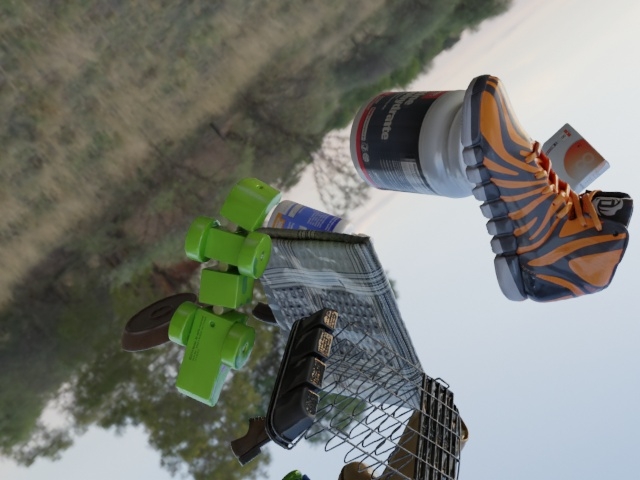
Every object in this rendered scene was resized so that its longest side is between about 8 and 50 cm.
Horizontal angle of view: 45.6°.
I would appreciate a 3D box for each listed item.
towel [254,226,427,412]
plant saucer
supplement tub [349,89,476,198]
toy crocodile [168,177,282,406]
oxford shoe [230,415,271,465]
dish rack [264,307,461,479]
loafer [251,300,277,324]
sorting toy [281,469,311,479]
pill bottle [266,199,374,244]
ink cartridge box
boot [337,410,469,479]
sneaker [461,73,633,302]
[{"bbox_3d":[0.014,0.125,1.228,0.056,0.312,0.324,-37,-155,-31],"label":"towel"},{"bbox_3d":[-0.268,0.132,1.299,0.168,0.029,0.168,-21,-163,7],"label":"plant saucer"},{"bbox_3d":[0.203,-0.176,1.381,0.191,0.191,0.272,-43,-148,-26],"label":"supplement tub"},{"bbox_3d":[-0.138,0.075,1.112,0.105,0.115,0.341,-10,114,-71],"label":"toy crocodile"},{"bbox_3d":[-0.148,0.511,2.091,0.227,0.096,0.083,-34,168,-17],"label":"oxford shoe"},{"bbox_3d":[0.072,0.224,1.013,0.074,0.271,0.208,-44,-161,38],"label":"dish rack"},{"bbox_3d":[-0.035,0.135,1.500,0.219,0.079,0.080,2,166,28],"label":"loafer"},{"bbox_3d":[-0.035,0.436,1.307,0.061,0.102,0.042,-35,-131,-22],"label":"sorting toy"},{"bbox_3d":[0.000,0.000,2.059,0.152,0.271,0.152,-56,158,-38],"label":"pill bottle"},{"bbox_3d":[0.532,-0.157,1.707,0.179,0.045,0.145,-42,-131,14],"label":"ink cartridge box"},{"bbox_3d":[0.135,0.365,1.270,0.270,0.089,0.236,-67,-156,18],"label":"boot"},{"bbox_3d":[0.295,-0.069,0.961,0.180,0.321,0.125,-6,-151,32],"label":"sneaker"}]
